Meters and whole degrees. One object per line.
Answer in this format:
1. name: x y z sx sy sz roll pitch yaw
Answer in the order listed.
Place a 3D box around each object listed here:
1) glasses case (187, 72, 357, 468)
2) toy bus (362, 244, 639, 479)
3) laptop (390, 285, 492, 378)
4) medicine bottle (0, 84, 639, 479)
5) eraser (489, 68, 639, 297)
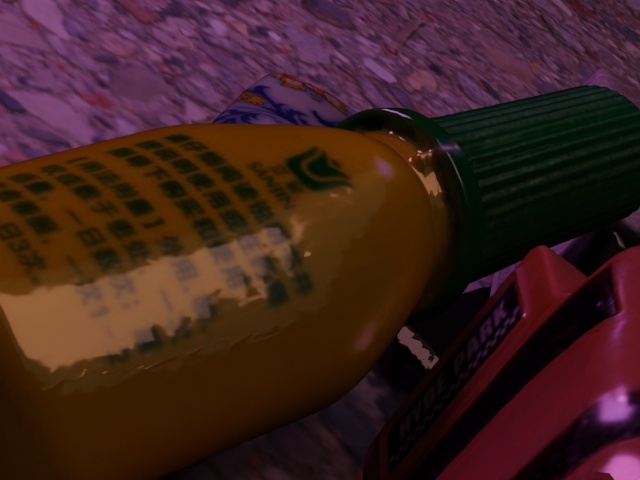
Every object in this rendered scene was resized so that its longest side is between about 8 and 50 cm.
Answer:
1. glasses case: -0.030 0.002 0.632 0.087 0.065 0.248 33 29 1
2. toy bus: 0.194 0.178 0.472 0.427 0.203 0.233 31 23 -14
3. laptop: 0.119 0.096 0.719 0.197 0.016 0.135 45 21 17
4. medicine bottle: 0.000 0.000 0.524 0.309 0.076 0.111 -18 61 -38
5. eraser: 0.143 0.012 0.767 0.098 0.096 0.404 35 18 -3
